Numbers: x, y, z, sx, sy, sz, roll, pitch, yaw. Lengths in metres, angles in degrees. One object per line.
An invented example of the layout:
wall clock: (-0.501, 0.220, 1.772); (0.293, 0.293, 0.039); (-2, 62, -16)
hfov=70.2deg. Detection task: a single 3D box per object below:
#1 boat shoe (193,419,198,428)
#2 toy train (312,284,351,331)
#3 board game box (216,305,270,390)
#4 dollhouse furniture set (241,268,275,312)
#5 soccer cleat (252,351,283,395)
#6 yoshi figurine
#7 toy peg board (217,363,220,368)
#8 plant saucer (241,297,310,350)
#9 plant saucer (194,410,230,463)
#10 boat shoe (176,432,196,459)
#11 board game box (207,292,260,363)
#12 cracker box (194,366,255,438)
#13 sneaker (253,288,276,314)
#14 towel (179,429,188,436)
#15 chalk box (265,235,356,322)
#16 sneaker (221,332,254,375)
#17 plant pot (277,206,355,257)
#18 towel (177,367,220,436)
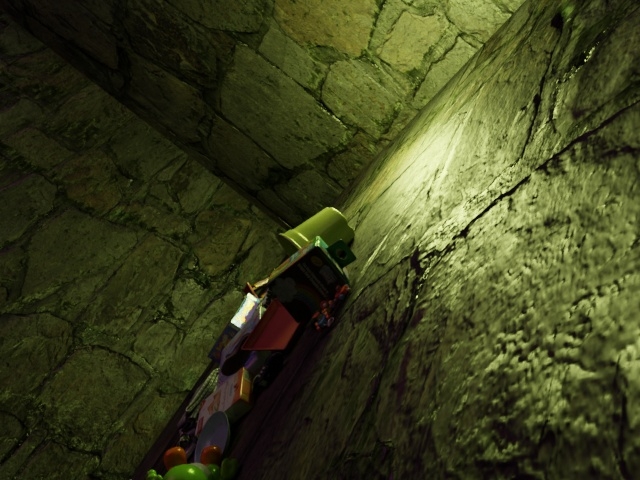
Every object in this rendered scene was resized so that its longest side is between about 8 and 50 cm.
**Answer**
boat shoe: (-0.459, 0.729, 1.843); (0.223, 0.080, 0.073); (-51, 10, 53)
toy train: (0.029, 0.206, 1.436); (0.125, 0.046, 0.166); (-45, 9, 47)
board game box: (-0.319, 0.486, 1.898); (0.318, 0.066, 0.318); (-49, 23, 22)
dollhouse furniture set: (-0.368, 0.339, 2.732); (0.201, 0.152, 0.374); (-27, -12, -33)
soccer cleat: (-0.177, 0.450, 1.532); (0.178, 0.060, 0.072); (-56, 14, 24)
yoshi figurine: (-0.325, 0.603, 1.141); (0.203, 0.203, 0.362); (-47, 9, -10)
toy peg board: (-0.465, 0.628, 2.419); (0.160, 0.079, 0.161); (-50, 7, 20)
plant saucer: (-0.146, 0.319, 1.719); (0.259, 0.047, 0.259); (-13, 35, 44)
plant saucer: (-0.333, 0.644, 1.443); (0.195, 0.037, 0.194); (-38, 35, 33)
boat shoe: (-0.570, 0.864, 1.914); (0.077, 0.070, 0.219); (-54, 7, -18)
board game box: (-0.461, 0.467, 2.427); (0.347, 0.078, 0.233); (-53, 7, 36)
cracker box: (-0.330, 0.574, 1.590); (0.232, 0.067, 0.155); (-43, 22, 14)
sneaker: (-0.244, 0.296, 2.462); (0.330, 0.130, 0.147); (-50, 9, 20)
towel: (-0.627, 0.876, 2.332); (0.282, 0.049, 0.187); (-55, 7, -21)
chalk box: (-0.015, 0.110, 1.572); (0.289, 0.180, 0.179); (-37, 9, 7)
sneaker: (-0.319, 0.448, 1.796); (0.188, 0.066, 0.071); (-53, 5, -2)
plant pot: (0.000, 0.000, 1.961); (0.254, 0.276, 0.276); (-42, 4, -15)
towel: (-0.542, 0.749, 2.118); (0.235, 0.121, 0.283); (-47, 8, 41)
